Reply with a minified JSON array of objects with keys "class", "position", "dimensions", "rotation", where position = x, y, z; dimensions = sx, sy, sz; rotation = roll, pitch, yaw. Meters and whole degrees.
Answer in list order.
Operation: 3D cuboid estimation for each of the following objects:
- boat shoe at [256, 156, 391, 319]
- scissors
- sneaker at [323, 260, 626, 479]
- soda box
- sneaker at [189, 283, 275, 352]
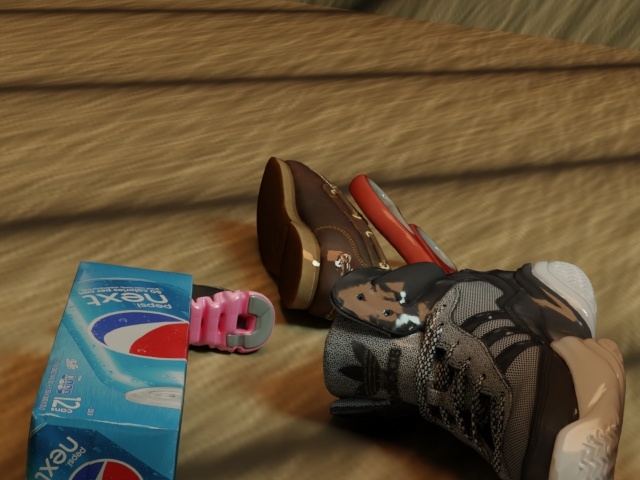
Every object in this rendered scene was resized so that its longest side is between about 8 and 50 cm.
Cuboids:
[{"class":"boat shoe","position":[0.000,0.000,1.069],"dimensions":[0.073,0.073,0.207],"rotation":[6,25,-14]},{"class":"scissors","position":[0.077,0.032,1.004],"dimensions":[0.109,0.021,0.297],"rotation":[45,9,-21]},{"class":"sneaker","position":[0.076,0.082,0.806],"dimensions":[0.153,0.101,0.268],"rotation":[2,18,3]},{"class":"soda box","position":[-0.102,0.079,0.758],"dimensions":[0.067,0.071,0.210],"rotation":[7,17,-6]},{"class":"sneaker","position":[-0.091,0.043,0.935],"dimensions":[0.119,0.047,0.057],"rotation":[9,9,-24]}]
